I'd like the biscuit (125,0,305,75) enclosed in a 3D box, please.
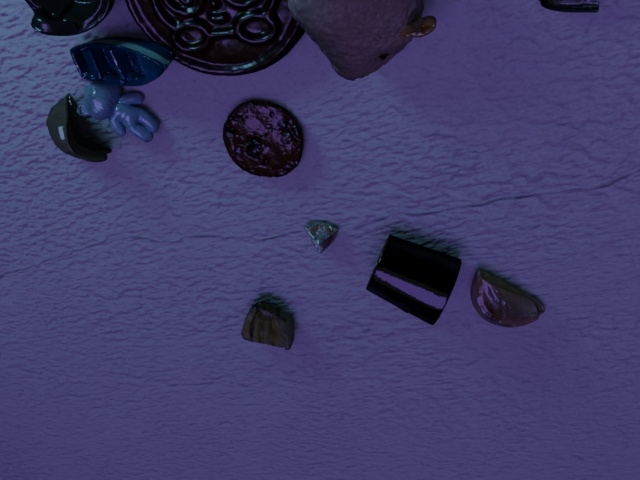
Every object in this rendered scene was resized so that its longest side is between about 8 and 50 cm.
[{"bbox_3d":[-0.204,-0.504,1.529,0.407,0.091,0.408,8,129,11],"label":"biscuit"}]

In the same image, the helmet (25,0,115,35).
[{"bbox_3d":[-0.496,-0.509,1.539,0.215,0.193,0.189,26,128,8],"label":"helmet"}]

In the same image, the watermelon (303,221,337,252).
[{"bbox_3d":[0.000,0.000,1.885,0.085,0.061,0.085,6,119,11],"label":"watermelon"}]

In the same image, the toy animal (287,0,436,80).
[{"bbox_3d":[0.064,-0.441,1.415,0.226,0.188,0.358,-22,153,18],"label":"toy animal"}]

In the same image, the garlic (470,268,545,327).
[{"bbox_3d":[0.427,0.152,1.870,0.195,0.087,0.101,31,117,-5],"label":"garlic"}]

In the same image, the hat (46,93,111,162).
[{"bbox_3d":[-0.575,-0.224,1.810,0.144,0.173,0.166,-24,116,23],"label":"hat"}]

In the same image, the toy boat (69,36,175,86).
[{"bbox_3d":[-0.405,-0.374,1.641,0.299,0.061,0.096,12,132,38],"label":"toy boat"}]

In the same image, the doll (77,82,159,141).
[{"bbox_3d":[-0.451,-0.295,1.787,0.179,0.075,0.120,34,87,-27],"label":"doll"}]

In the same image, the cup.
[{"bbox_3d":[0.201,0.113,1.853,0.176,0.166,0.240,23,129,2],"label":"cup"}]

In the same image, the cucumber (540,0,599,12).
[{"bbox_3d":[0.445,-0.434,1.419,0.105,0.048,0.048,4,128,13],"label":"cucumber"}]

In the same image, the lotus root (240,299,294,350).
[{"bbox_3d":[-0.133,0.211,2.088,0.143,0.070,0.144,17,134,11],"label":"lotus root"}]

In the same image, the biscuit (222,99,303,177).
[{"bbox_3d":[-0.126,-0.221,1.756,0.191,0.049,0.192,5,129,7],"label":"biscuit"}]
